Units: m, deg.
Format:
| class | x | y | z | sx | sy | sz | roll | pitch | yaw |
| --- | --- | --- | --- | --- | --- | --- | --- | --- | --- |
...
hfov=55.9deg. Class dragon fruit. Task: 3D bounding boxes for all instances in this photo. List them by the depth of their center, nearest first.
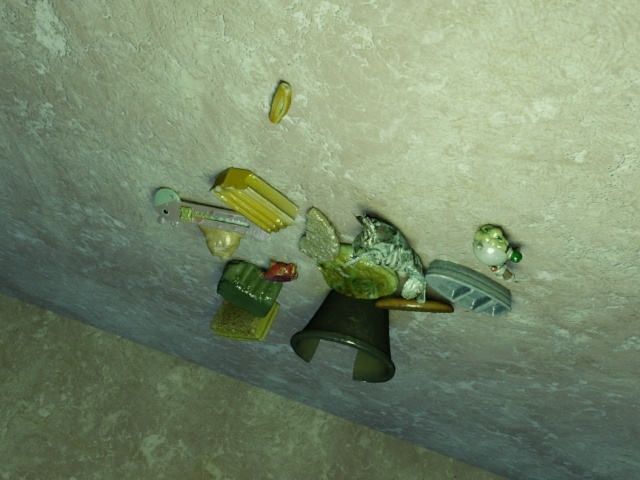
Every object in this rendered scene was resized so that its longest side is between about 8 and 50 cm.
| class | x | y | z | sx | sy | sz | roll | pitch | yaw |
| --- | --- | --- | --- | --- | --- | --- | --- | --- | --- |
| dragon fruit | -0.142 | 0.108 | 2.118 | 0.127 | 0.068 | 0.112 | -5 | 162 | 15 |

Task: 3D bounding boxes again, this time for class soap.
| class | x | y | z | sx | sy | sz | roll | pitch | yaw |
| --- | --- | --- | --- | --- | --- | --- | --- | --- | --- |
| soap | -0.191 | -0.116 | 1.748 | 0.232 | 0.073 | 0.140 | 36 | 146 | -27 |

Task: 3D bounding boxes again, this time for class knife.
| class | x | y | z | sx | sy | sz | roll | pitch | yaw |
| --- | --- | --- | --- | --- | --- | --- | --- | --- | --- |
| knife | -0.343 | -0.073 | 1.904 | 0.399 | 0.038 | 0.132 | 11 | 115 | 8 |

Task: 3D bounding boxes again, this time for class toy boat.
| class | x | y | z | sx | sy | sz | roll | pitch | yaw |
| --- | --- | --- | --- | --- | --- | --- | --- | --- | --- |
| toy boat | 0.437 | 0.143 | 1.804 | 0.283 | 0.078 | 0.127 | 27 | 151 | -12 |

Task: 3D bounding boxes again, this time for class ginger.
| class | x | y | z | sx | sy | sz | roll | pitch | yaw |
| --- | --- | --- | --- | --- | --- | --- | --- | --- | --- |
| ginger | -0.353 | -0.021 | 1.979 | 0.193 | 0.122 | 0.115 | 27 | 171 | -2 |

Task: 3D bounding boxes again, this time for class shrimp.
| class | x | y | z | sx | sy | sz | roll | pitch | yaw |
| --- | --- | --- | --- | --- | --- | --- | --- | --- | --- |
| shrimp | 0.194 | 0.047 | 1.724 | 0.221 | 0.166 | 0.411 | 20 | 174 | 46 |

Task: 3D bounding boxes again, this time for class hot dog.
| class | x | y | z | sx | sy | sz | roll | pitch | yaw |
| --- | --- | --- | --- | --- | --- | --- | --- | --- | --- |
| hot dog | -0.090 | -0.313 | 1.393 | 0.044 | 0.028 | 0.137 | 45 | 150 | 9 |

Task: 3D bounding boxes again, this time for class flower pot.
| class | x | y | z | sx | sy | sz | roll | pitch | yaw |
| --- | --- | --- | --- | --- | --- | --- | --- | --- | --- |
| flower pot | 0.110 | 0.311 | 2.114 | 0.380 | 0.251 | 0.379 | 17 | 152 | 9 |

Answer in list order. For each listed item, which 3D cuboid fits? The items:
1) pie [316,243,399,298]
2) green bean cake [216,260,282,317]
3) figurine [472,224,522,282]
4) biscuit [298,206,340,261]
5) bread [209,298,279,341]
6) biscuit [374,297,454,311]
| class | x | y | z | sx | sy | sz | roll | pitch | yaw |
| --- | --- | --- | --- | --- | --- | --- | --- | --- | --- |
| pie | 0.115 | 0.106 | 1.938 | 0.277 | 0.078 | 0.277 | 14 | 150 | 8 |
| green bean cake | -0.271 | 0.177 | 2.252 | 0.227 | 0.124 | 0.222 | 25 | 153 | -6 |
| figurine | 0.467 | 0.034 | 1.591 | 0.147 | 0.093 | 0.197 | 23 | 169 | 46 |
| biscuit | 0.002 | 0.004 | 1.833 | 0.133 | 0.032 | 0.250 | 37 | 150 | 11 |
| bread | -0.305 | 0.314 | 2.448 | 0.234 | 0.184 | 0.110 | 2 | 141 | 30 |
| biscuit | 0.305 | 0.210 | 1.961 | 0.262 | 0.037 | 0.262 | 4 | 172 | 1 |
